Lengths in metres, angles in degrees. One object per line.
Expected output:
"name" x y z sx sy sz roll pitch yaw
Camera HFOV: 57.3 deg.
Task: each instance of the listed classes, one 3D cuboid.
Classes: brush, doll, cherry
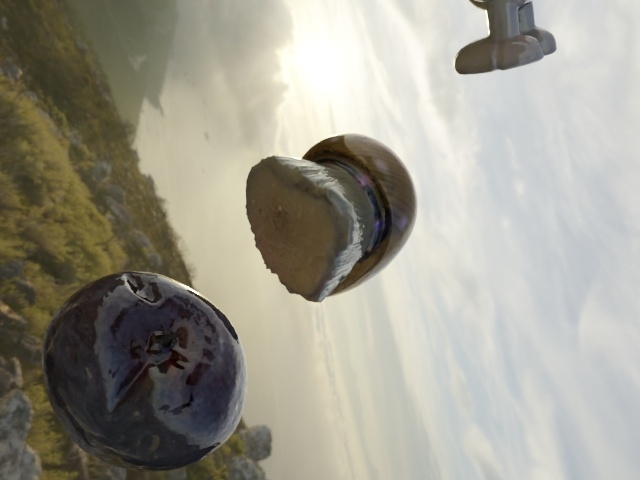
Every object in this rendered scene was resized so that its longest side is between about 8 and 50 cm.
"brush" 0.000 0.000 0.743 0.174 0.166 0.267 38 -45 20
"doll" 0.153 -0.300 0.509 0.143 0.208 0.272 8 -43 41
"cherry" -0.141 0.113 0.483 0.140 0.176 0.176 -61 146 -45
